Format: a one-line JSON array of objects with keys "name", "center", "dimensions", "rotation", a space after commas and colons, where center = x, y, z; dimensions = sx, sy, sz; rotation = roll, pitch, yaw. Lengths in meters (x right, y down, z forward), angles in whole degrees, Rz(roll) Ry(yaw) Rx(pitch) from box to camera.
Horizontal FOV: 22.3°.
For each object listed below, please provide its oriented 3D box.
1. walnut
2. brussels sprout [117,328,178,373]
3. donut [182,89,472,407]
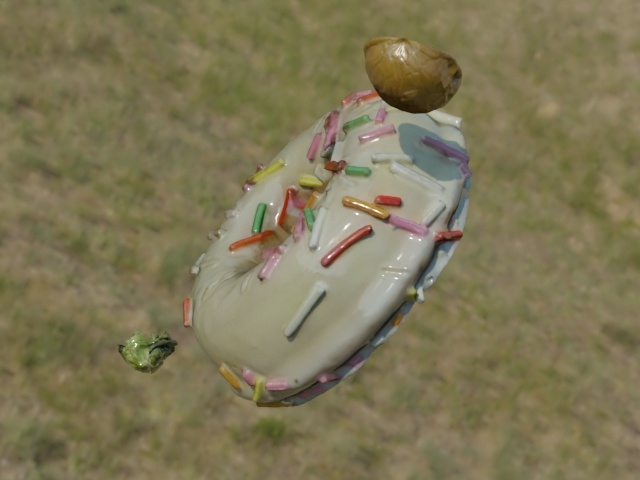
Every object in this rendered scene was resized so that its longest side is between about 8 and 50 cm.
[{"name": "walnut", "center": [0.080, -0.146, 1.498], "dimensions": [0.091, 0.052, 0.121], "rotation": [13, -11, 21]}, {"name": "brussels sprout", "center": [-0.252, 0.167, 2.416], "dimensions": [0.085, 0.085, 0.058], "rotation": [7, 39, -49]}, {"name": "donut", "center": [0.000, 0.000, 1.724], "dimensions": [0.142, 0.382, 0.382], "rotation": [37, 15, -19]}]
